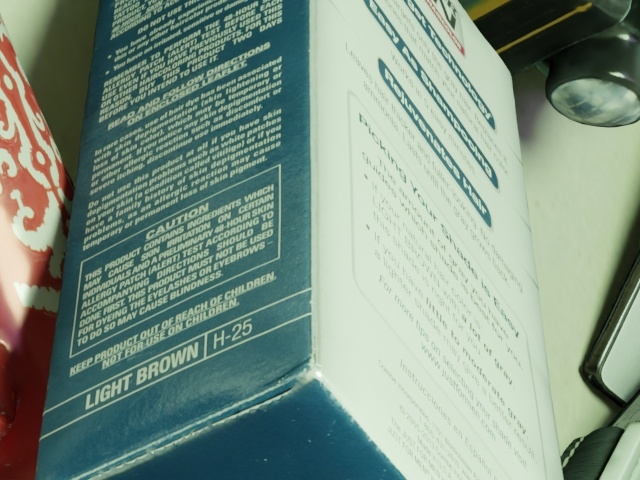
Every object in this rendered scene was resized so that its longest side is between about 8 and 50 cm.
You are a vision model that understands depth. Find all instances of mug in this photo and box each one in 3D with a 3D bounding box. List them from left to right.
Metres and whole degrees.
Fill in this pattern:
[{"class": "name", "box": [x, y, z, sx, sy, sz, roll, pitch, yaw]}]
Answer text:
[{"class": "mug", "box": [-0.122, 0.001, 0.684, 0.113, 0.150, 0.169, -20, 91, -29]}]

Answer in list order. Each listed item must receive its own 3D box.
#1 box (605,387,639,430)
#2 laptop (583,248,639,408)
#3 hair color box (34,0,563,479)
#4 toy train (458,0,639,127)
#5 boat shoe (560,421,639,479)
[{"class": "box", "box": [0.281, 0.088, 1.025, 0.183, 0.059, 0.233, 45, 76, -4]}, {"class": "laptop", "box": [0.420, 0.018, 1.106, 0.408, 0.236, 0.382, 37, 73, -34]}, {"class": "hair color box", "box": [0.000, 0.000, 0.732, 0.174, 0.105, 0.347, 52, 24, -33]}, {"class": "toy train", "box": [0.130, -0.226, 1.011, 0.190, 0.142, 0.334, 25, 63, -30]}, {"class": "boat shoe", "box": [0.072, 0.195, 0.876, 0.302, 0.091, 0.114, -57, 143, -40]}]
